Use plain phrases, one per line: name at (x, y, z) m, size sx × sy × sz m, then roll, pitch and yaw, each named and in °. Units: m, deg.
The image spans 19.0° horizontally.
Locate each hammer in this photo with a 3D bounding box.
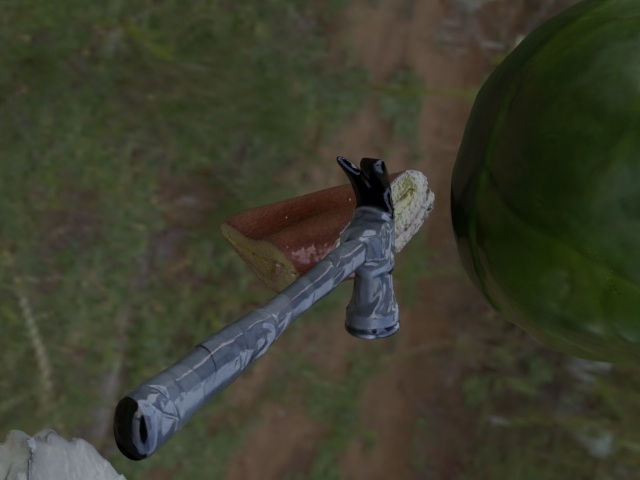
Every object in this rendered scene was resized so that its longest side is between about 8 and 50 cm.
hammer at (-0.030, 0.061, 1.329) m, size 0.427 × 0.044 × 0.152 m, roll -41°, pitch 134°, yaw -60°

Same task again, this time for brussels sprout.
brussels sprout at (0.246, -0.053, 1.463) m, size 0.355 × 0.281 × 0.289 m, roll -58°, pitch 156°, yaw -64°

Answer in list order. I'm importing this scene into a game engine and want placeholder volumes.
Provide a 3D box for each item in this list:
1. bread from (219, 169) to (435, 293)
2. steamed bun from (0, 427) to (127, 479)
bread at (0.000, 0.001, 1.643) m, size 0.119 × 0.192 × 0.067 m, roll -77°, pitch 151°, yaw -62°
steamed bun at (-0.187, 0.210, 1.251) m, size 0.183 × 0.106 × 0.183 m, roll 52°, pitch 23°, yaw -32°
